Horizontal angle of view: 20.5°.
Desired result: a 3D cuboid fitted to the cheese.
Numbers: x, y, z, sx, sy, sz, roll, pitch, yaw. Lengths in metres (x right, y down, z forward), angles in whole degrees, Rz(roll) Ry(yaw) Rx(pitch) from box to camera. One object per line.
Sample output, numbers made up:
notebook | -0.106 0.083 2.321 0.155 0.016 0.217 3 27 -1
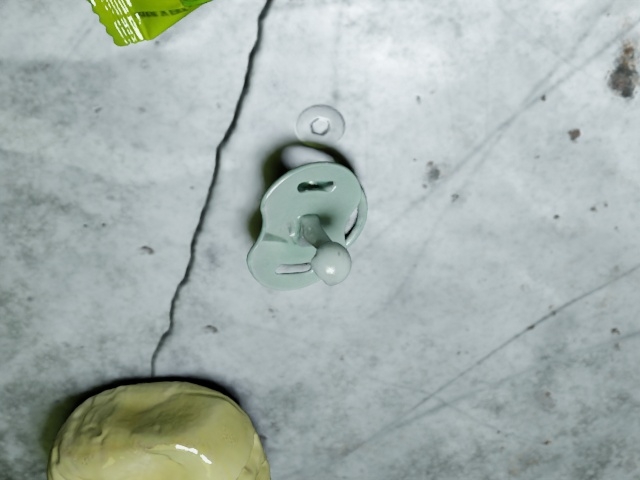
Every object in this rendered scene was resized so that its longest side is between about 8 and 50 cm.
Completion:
cheese | -0.168 0.251 1.854 0.226 0.117 0.214 -7 127 10

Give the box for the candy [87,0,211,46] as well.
candy | -0.097 -0.255 1.542 0.246 0.069 0.149 -17 120 9

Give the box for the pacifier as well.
pacifier | 0.000 0.000 1.686 0.127 0.116 0.150 1 124 -32
